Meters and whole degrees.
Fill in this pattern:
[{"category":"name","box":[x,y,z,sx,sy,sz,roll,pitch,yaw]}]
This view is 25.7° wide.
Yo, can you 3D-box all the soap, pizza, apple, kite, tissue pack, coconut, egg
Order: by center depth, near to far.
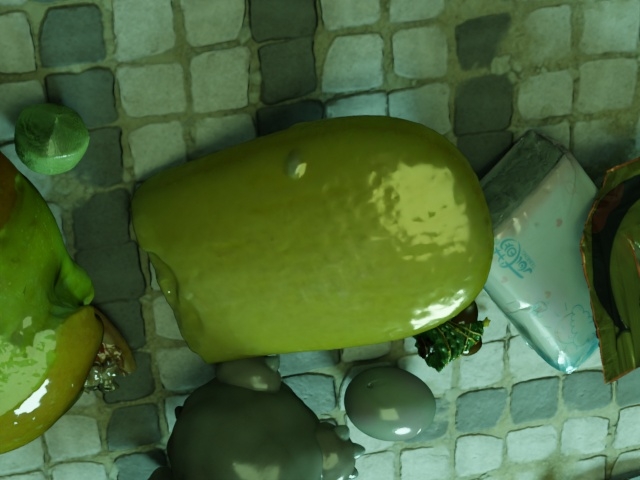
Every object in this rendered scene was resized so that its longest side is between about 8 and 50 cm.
[{"category":"apple","box":[-0.408,0.070,1.577,0.374,0.374,0.384,26,127,-26]},{"category":"coconut","box":[-0.317,-0.122,1.649,0.088,0.088,0.096,7,148,-18]},{"category":"soap","box":[0.000,-0.001,1.735,0.427,0.115,0.306,-10,110,16]},{"category":"pizza","box":[-0.352,0.161,1.830,0.195,0.052,0.185,-37,119,10]},{"category":"tissue pack","box":[0.304,0.019,1.849,0.201,0.124,0.271,-47,121,-7]},{"category":"kite","box":[0.450,0.025,1.858,0.327,0.013,0.377,34,73,-36]},{"category":"egg","box":[0.097,0.227,1.949,0.135,0.103,0.103,14,116,-22]}]

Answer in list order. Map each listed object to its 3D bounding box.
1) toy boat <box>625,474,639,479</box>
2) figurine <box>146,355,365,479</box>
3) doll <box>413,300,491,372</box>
[{"category":"toy boat","box":[0.457,0.432,2.188,0.219,0.072,0.318,34,104,-32]},{"category":"figurine","box":[-0.143,0.326,1.882,0.380,0.203,0.248,-44,88,13]},{"category":"doll","box":[0.190,0.135,1.934,0.113,0.077,0.078,-13,114,-7]}]
